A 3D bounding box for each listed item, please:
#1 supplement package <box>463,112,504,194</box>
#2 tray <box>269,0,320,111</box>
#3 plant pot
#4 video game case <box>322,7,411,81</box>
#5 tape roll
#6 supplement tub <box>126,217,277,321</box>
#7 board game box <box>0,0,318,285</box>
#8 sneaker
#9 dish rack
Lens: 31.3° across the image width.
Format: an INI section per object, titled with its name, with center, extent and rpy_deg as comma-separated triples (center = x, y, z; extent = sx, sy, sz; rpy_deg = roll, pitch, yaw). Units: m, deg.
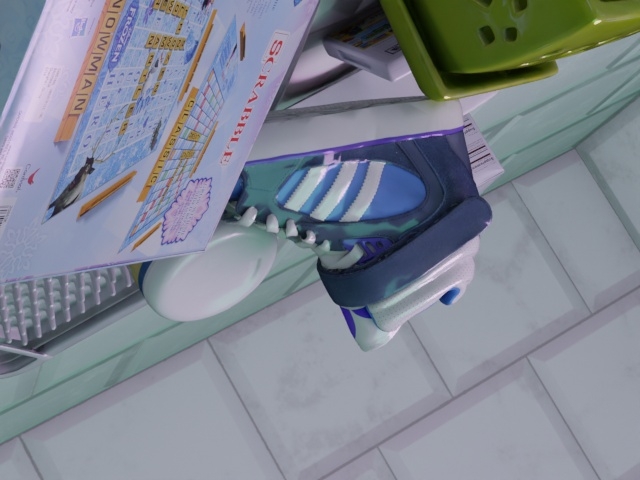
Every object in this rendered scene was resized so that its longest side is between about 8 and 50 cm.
[supplement package]
center = 0.132, -0.126, 1.674
extent = 0.149, 0.203, 0.194
rpy_deg = -27, 172, -17
[tray]
center = -0.073, -0.129, 1.217
extent = 0.270, 0.030, 0.145
rpy_deg = 122, -12, -48
[plant pot]
center = 0.172, -0.254, 1.007
extent = 0.228, 0.227, 0.207
rpy_deg = -19, 173, -45
[video game case]
center = 0.133, -0.245, 1.230
extent = 0.227, 0.026, 0.206
rpy_deg = -29, -157, -8
[tape roll]
center = 0.071, -0.162, 1.365
extent = 0.286, 0.100, 0.286
rpy_deg = -28, -174, 3
[supplement tub]
center = -0.148, -0.034, 1.152
extent = 0.144, 0.200, 0.144
rpy_deg = -26, 150, -16
[board game box]
center = -0.116, -0.129, 0.758
extent = 0.319, 0.066, 0.318
rpy_deg = -64, 161, 14
[sneaker]
center = 0.000, 0.000, 1.037
extent = 0.322, 0.236, 0.130
rpy_deg = -11, -168, -20
[dish rack]
center = -0.348, 0.054, 1.246
extent = 0.332, 0.072, 0.285
rpy_deg = -27, 154, 26
